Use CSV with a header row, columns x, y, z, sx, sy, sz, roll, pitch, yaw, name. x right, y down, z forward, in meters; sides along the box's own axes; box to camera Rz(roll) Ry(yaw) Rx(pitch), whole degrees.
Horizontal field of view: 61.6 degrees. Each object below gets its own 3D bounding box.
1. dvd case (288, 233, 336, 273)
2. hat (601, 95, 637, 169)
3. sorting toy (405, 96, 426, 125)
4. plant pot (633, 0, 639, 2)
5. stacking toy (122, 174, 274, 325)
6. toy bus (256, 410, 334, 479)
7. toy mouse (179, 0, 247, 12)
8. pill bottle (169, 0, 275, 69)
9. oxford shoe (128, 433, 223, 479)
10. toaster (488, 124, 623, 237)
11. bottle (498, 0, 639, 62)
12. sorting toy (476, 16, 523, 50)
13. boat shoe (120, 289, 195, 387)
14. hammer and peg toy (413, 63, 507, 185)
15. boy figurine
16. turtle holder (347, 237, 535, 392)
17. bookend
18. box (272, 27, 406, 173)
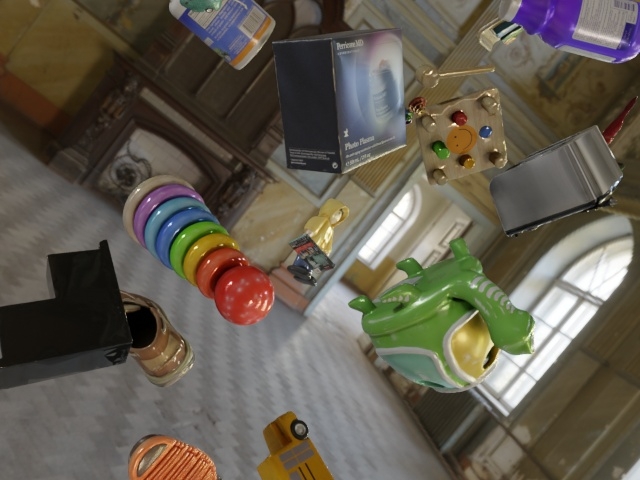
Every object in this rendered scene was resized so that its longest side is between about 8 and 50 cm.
x,y,z,sx,sy,sz,roll,pitch,yaw,name
-0.023,0.038,1.441,0.119,0.013,0.087,48,-35,-12,dvd case
0.734,-0.272,1.478,0.173,0.208,0.184,-102,174,-76,hat
0.238,-0.329,1.404,0.061,0.102,0.042,-8,64,-36,sorting toy
0.734,-0.568,1.265,0.095,0.134,0.134,62,-2,-13,plant pot
-0.191,0.020,0.866,0.330,0.141,0.141,37,2,39,stacking toy
-0.041,0.582,1.263,0.130,0.108,0.333,-15,61,-42,toy bus
-0.172,-0.402,0.819,0.143,0.161,0.031,34,-20,-3,toy mouse
-0.252,-0.544,1.248,0.272,0.152,0.152,37,4,-24,pill bottle
-0.255,0.432,0.954,0.132,0.130,0.364,25,-32,36,oxford shoe
0.388,-0.097,0.876,0.168,0.185,0.110,-29,93,-45,toaster
0.501,-0.441,1.070,0.282,0.118,0.092,11,2,-5,bottle
0.510,-0.544,1.321,0.041,0.229,0.307,59,27,3,sorting toy
-0.364,0.161,1.057,0.324,0.123,0.116,21,-31,42,boat shoe
0.418,-0.356,1.600,0.127,0.265,0.361,-98,171,-58,hammer and peg toy
0.000,0.000,1.667,0.092,0.285,0.177,15,-27,30,boy figurine
0.234,0.139,0.968,0.227,0.320,0.243,59,34,-2,turtle holder
-0.340,0.090,0.685,0.157,0.072,0.156,-8,61,-33,bookend
0.058,-0.342,1.288,0.182,0.294,0.296,11,28,37,box
